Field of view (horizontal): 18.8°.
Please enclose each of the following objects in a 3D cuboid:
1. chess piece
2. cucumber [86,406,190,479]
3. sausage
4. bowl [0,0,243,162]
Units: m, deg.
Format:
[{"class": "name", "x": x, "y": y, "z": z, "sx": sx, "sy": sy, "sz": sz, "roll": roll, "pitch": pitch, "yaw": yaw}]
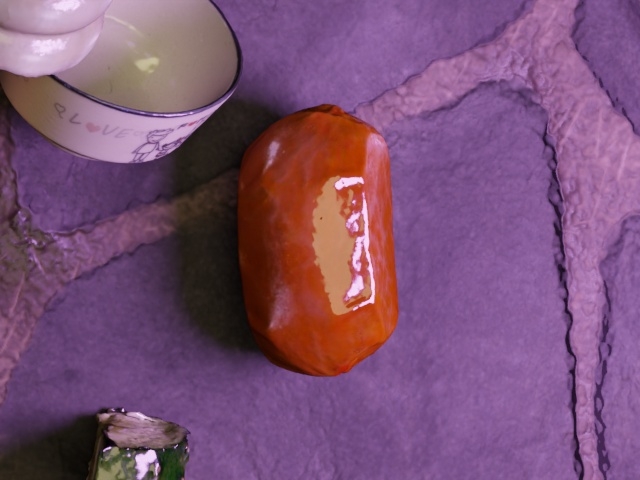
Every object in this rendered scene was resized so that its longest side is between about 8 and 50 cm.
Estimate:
[{"class": "chess piece", "x": -0.214, "y": -0.307, "z": 1.609, "sx": 0.182, "sy": 0.330, "sz": 0.182, "roll": 18, "pitch": 44, "yaw": -18}, {"class": "cucumber", "x": -0.195, "y": 0.337, "z": 1.880, "sx": 0.105, "sy": 0.145, "sz": 0.325, "roll": 11, "pitch": 94, "yaw": -10}, {"class": "sausage", "x": -0.001, "y": 0.000, "z": 1.902, "sx": 0.141, "sy": 0.153, "sz": 0.268, "roll": -2, "pitch": 95, "yaw": 16}, {"class": "bowl", "x": -0.204, "y": -0.162, "z": 1.820, "sx": 0.237, "sy": 0.238, "sz": 0.126, "roll": 17, "pitch": 133, "yaw": -17}]
